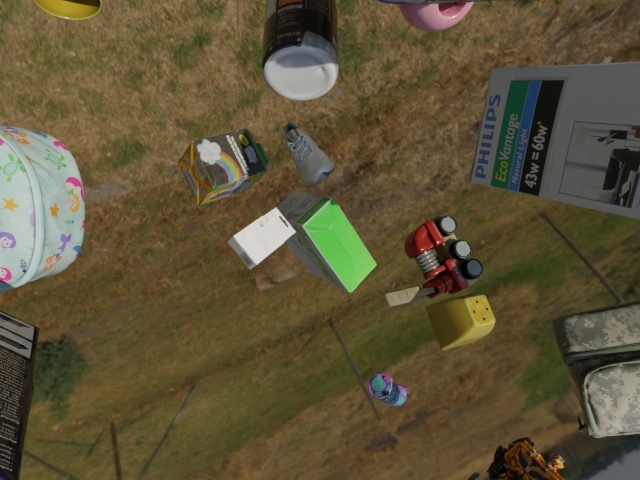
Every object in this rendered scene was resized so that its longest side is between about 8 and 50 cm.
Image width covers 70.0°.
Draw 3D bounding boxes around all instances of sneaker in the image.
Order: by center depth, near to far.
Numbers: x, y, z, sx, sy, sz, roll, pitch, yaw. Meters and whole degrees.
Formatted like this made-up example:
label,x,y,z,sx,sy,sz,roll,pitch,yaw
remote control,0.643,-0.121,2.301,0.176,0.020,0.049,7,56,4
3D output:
label,x,y,z,sx,sy,sz,roll,pitch,yaw
sneaker,-0.052,-0.260,1.368,0.111,0.297,0.129,-39,127,4

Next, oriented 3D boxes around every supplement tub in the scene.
label,x,y,z,sx,sy,sz,roll,pitch,yaw
supplement tub,-0.054,-0.580,1.266,0.206,0.339,0.207,1,155,0

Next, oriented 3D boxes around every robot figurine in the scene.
label,x,y,z,sx,sy,sz,roll,pitch,yaw
robot figurine,0.375,0.532,0.910,0.085,0.211,0.291,41,91,-27

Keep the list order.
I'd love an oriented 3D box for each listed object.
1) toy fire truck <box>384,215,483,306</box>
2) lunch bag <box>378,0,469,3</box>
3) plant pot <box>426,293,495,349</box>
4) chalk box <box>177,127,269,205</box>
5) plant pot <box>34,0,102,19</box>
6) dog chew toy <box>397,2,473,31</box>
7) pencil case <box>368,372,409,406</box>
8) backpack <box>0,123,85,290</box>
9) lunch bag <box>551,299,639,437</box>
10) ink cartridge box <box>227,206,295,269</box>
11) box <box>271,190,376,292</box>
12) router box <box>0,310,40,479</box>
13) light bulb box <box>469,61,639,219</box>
label,x,y,z,sx,sy,sz,roll,pitch,yaw
toy fire truck,0.298,0.076,1.322,0.246,0.217,0.158,-26,171,-19
lunch bag,0.247,-0.545,0.787,0.239,0.327,0.386,77,32,-46
plant pot,0.248,0.132,0.783,0.081,0.081,0.083,-5,157,-29
chalk box,-0.323,-0.271,1.634,0.288,0.181,0.179,-24,178,-37
plant pot,-0.554,-0.566,0.996,0.134,0.096,0.134,-9,172,-1
dog chew toy,0.265,-0.696,1.205,0.206,0.332,0.207,-16,140,-14
pencil case,0.189,0.415,1.263,0.070,0.065,0.151,-35,143,8
backpack,-0.444,-0.044,0.576,0.253,0.191,0.226,4,99,3
lunch bag,0.675,0.267,0.954,0.304,0.256,0.212,-16,156,24
ink cartridge box,-0.101,-0.006,0.809,0.029,0.063,0.115,-36,-176,47
box,0.000,0.000,1.347,0.126,0.231,0.262,-44,118,-15
router box,-0.311,0.211,0.284,0.081,0.242,0.309,38,82,-31
light bulb box,0.540,-0.177,0.824,0.357,0.361,0.226,-2,107,-31
